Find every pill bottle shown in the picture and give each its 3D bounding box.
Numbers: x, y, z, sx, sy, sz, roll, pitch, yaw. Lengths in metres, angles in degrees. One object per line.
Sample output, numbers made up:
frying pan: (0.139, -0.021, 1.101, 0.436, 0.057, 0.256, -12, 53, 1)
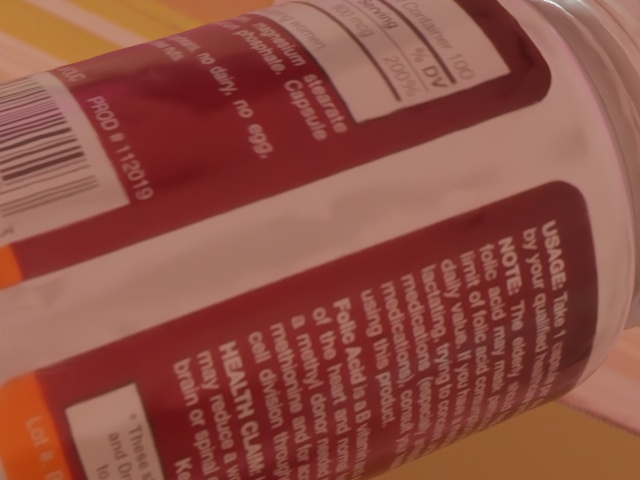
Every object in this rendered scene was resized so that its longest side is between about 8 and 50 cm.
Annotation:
pill bottle: (0.000, 0.000, 0.557, 0.392, 0.224, 0.224, -19, -108, -19)
